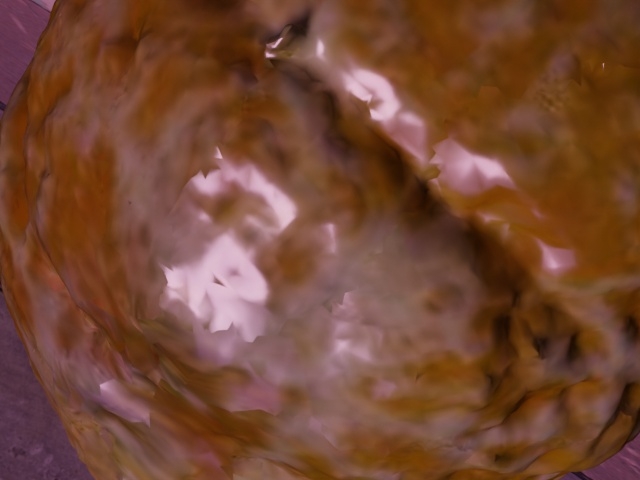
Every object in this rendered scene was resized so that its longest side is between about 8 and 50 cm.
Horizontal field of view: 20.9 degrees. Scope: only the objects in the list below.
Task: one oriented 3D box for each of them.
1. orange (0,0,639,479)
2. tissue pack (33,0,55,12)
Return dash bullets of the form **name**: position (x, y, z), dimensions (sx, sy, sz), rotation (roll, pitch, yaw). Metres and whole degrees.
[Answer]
- **orange**: position (0.000, 0.000, 0.646), dimensions (0.271, 0.210, 0.368), rotation (42, 141, 2)
- **tissue pack**: position (-0.019, -0.104, 0.812), dimensions (0.325, 0.071, 0.170), rotation (32, 164, 10)
